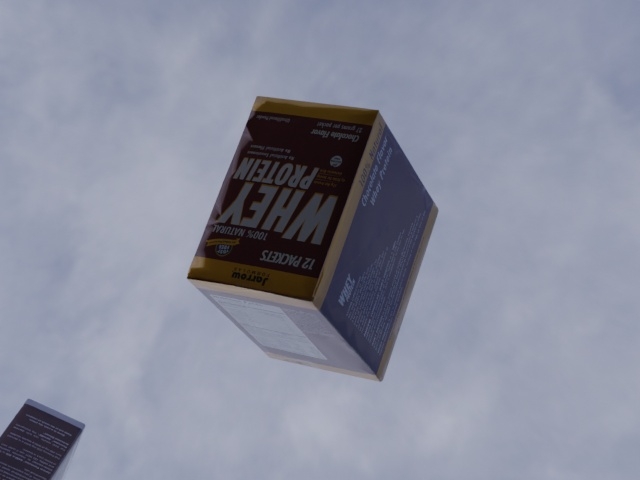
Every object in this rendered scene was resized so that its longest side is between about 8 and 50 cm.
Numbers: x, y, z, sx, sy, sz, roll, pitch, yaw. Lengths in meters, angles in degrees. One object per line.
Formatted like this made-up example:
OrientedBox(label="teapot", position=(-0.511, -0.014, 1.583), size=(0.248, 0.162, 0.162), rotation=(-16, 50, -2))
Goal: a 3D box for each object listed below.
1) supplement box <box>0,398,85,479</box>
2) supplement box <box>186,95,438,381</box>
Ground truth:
OrientedBox(label="supplement box", position=(-0.322, 0.277, 1.350), size=(0.073, 0.239, 0.130), rotation=(25, -65, -1))
OrientedBox(label="supplement box", position=(0.000, 0.000, 1.273), size=(0.129, 0.194, 0.191), rotation=(10, -112, 27))
